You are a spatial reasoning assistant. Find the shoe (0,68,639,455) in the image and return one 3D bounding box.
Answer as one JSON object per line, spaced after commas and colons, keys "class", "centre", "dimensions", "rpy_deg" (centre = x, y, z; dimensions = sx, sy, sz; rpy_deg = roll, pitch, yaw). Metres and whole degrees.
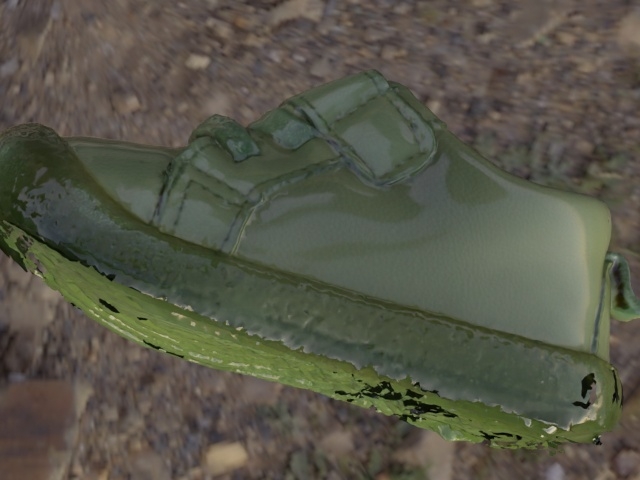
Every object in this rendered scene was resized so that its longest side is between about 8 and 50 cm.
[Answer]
{"class": "shoe", "centre": [-0.003, 0.007, 0.684], "dimensions": [0.262, 0.140, 0.128], "rpy_deg": [21, 64, -4]}
